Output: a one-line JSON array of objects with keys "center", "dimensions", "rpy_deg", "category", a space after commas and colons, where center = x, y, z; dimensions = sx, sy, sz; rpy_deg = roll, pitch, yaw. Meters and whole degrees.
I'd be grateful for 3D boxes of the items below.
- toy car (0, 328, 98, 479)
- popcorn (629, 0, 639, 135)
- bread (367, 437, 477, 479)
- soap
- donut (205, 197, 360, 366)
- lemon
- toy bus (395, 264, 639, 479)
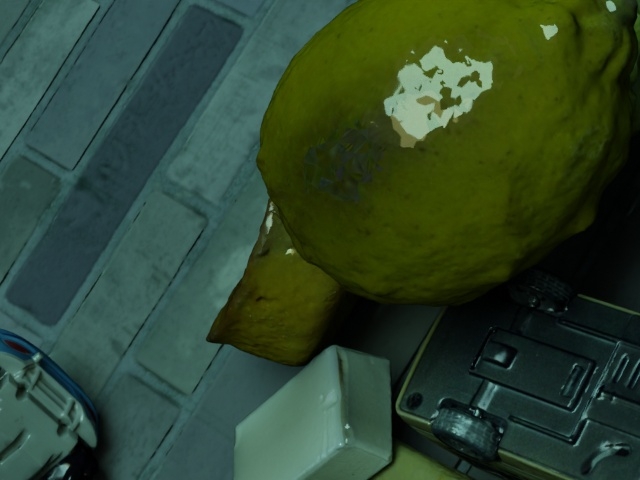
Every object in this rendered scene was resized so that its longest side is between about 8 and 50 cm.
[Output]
[{"center": [-0.377, 0.229, 1.979], "dimensions": [0.314, 0.198, 0.166], "rpy_deg": [-41, 23, 11], "category": "toy car"}, {"center": [0.227, -0.179, 1.801], "dimensions": [0.242, 0.250, 0.235], "rpy_deg": [17, 118, 32], "category": "popcorn"}, {"center": [0.108, 0.371, 1.740], "dimensions": [0.405, 0.242, 0.345], "rpy_deg": [8, 74, 66], "category": "bread"}, {"center": [-0.010, 0.187, 1.799], "dimensions": [0.183, 0.064, 0.121], "rpy_deg": [-41, 36, 38], "category": "soap"}, {"center": [0.001, -0.002, 1.828], "dimensions": [0.108, 0.277, 0.277], "rpy_deg": [30, 85, 6], "category": "donut"}, {"center": [0.108, -0.091, 1.589], "dimensions": [0.316, 0.285, 0.285], "rpy_deg": [-32, 56, -5], "category": "lemon"}, {"center": [0.262, 0.154, 1.635], "dimensions": [0.365, 0.202, 0.177], "rpy_deg": [19, 75, 39], "category": "toy bus"}]
